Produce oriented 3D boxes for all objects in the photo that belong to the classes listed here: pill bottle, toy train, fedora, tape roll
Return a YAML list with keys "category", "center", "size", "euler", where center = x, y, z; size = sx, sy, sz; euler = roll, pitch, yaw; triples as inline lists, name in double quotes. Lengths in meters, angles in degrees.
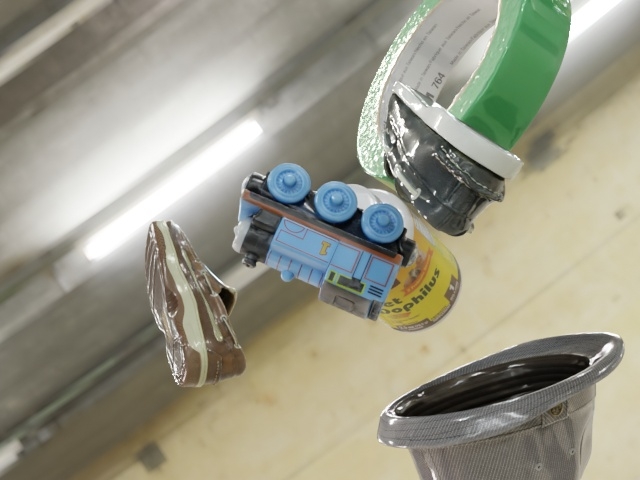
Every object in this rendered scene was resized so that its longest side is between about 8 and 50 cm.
- category: "pill bottle"
  center: [0.072, 0.018, 1.840]
  size: [0.117, 0.117, 0.215]
  euler: [-39, -36, 7]
- category: "toy train"
  center: [0.000, 0.000, 1.564]
  size: [0.080, 0.184, 0.105]
  euler: [107, -173, -67]
- category: "fedora"
  center: [0.193, 0.195, 1.644]
  size: [0.243, 0.124, 0.275]
  euler: [-10, 9, 46]
- category: "tape roll"
  center: [0.170, -0.200, 1.975]
  size: [0.321, 0.077, 0.321]
  euler: [-46, 25, 29]

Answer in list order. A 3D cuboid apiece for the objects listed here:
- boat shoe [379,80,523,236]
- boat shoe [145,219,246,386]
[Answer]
- category: "boat shoe"
  center: [0.099, -0.076, 1.485]
  size: [0.091, 0.114, 0.302]
  euler: [-56, 8, 6]
- category: "boat shoe"
  center: [-0.151, 0.078, 1.999]
  size: [0.095, 0.257, 0.095]
  euler: [-2, -42, -20]
